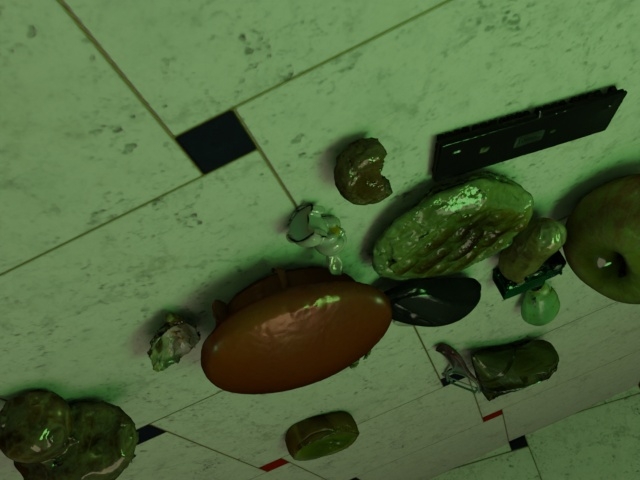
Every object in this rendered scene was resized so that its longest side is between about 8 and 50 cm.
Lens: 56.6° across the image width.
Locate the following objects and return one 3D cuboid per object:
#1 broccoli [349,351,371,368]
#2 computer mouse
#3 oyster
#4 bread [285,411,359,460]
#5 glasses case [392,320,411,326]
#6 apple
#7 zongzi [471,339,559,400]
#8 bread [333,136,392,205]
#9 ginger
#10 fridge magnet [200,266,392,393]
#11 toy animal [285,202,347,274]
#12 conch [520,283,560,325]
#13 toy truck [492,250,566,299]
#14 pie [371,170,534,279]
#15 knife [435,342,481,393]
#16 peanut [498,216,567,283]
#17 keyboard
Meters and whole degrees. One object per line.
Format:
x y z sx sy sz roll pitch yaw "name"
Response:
0.074 0.235 1.315 0.095 0.091 0.097 -3 162 -5 "broccoli"
0.237 0.134 1.233 0.270 0.086 0.138 2 156 -38 "computer mouse"
-0.268 0.176 1.074 0.103 0.051 0.148 -19 151 -37 "oyster"
0.004 0.592 1.788 0.236 0.069 0.236 -14 147 -10 "bread"
0.202 0.184 1.373 0.083 0.021 0.032 7 134 -36 "glasses case"
0.615 -0.013 1.148 0.234 0.257 0.256 -43 154 -25 "apple"
0.558 0.337 1.700 0.251 0.125 0.274 -25 140 6 "zongzi"
0.058 -0.099 0.866 0.082 0.060 0.113 -20 144 -4 "bread"
-0.505 0.430 1.204 0.256 0.176 0.375 10 140 -13 "ginger"
-0.043 0.173 1.098 0.364 0.155 0.363 -14 147 -10 "fridge magnet"
0.005 -0.004 0.958 0.085 0.071 0.124 -40 142 24 "toy animal"
0.555 0.151 1.486 0.106 0.079 0.170 -33 141 -10 "conch"
0.464 0.068 1.320 0.147 0.065 0.079 -23 149 2 "toy truck"
0.240 -0.014 1.064 0.307 0.071 0.306 -17 151 -10 "pie"
0.368 0.344 1.663 0.123 0.053 0.278 10 152 34 "knife"
0.423 0.017 1.194 0.100 0.099 0.214 -14 150 -11 "peanut"
0.327 -0.173 0.944 0.317 0.027 0.106 -16 149 -8 "keyboard"
